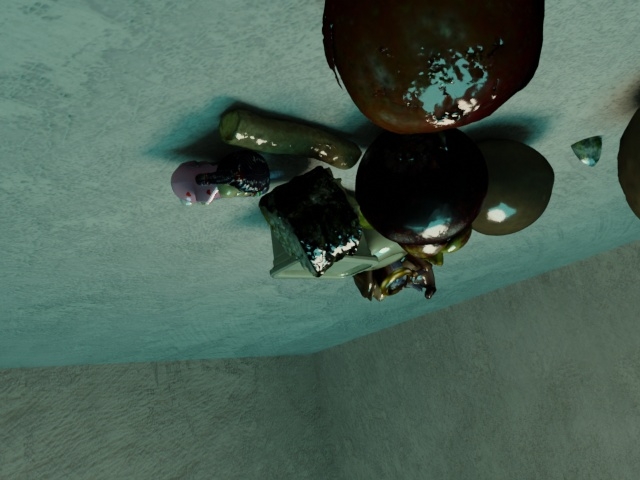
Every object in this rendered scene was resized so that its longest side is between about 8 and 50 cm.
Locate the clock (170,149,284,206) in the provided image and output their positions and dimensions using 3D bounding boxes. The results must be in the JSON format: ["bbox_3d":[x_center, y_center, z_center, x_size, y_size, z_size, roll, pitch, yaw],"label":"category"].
[{"bbox_3d":[-0.178,-0.131,1.393,0.195,0.100,0.194,-3,-174,35],"label":"clock"}]

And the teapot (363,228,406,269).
[{"bbox_3d":[0.169,0.017,2.108,0.220,0.149,0.318,-14,163,-25],"label":"teapot"}]

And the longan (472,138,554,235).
[{"bbox_3d":[0.433,-0.129,1.691,0.300,0.243,0.300,0,158,0],"label":"longan"}]

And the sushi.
[{"bbox_3d":[-0.018,-0.050,1.491,0.171,0.211,0.350,-33,-170,-7],"label":"sushi"}]

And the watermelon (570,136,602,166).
[{"bbox_3d":[0.739,-0.245,1.861,0.085,0.085,0.061,-18,-164,17],"label":"watermelon"}]

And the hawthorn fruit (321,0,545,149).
[{"bbox_3d":[0.158,-0.294,0.928,0.316,0.316,0.316,-12,163,-4],"label":"hawthorn fruit"}]

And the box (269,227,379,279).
[{"bbox_3d":[0.000,0.000,1.881,0.312,0.182,0.175,7,155,-46],"label":"box"}]

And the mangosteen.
[{"bbox_3d":[0.237,-0.118,1.496,0.297,0.297,0.313,-26,147,37],"label":"mangosteen"}]

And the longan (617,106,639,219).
[{"bbox_3d":[0.910,-0.189,1.583,0.436,0.404,0.404,2,157,-44],"label":"longan"}]

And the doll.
[{"bbox_3d":[0.279,0.126,2.433,0.340,0.209,0.318,-1,156,-28],"label":"doll"}]

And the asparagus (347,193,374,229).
[{"bbox_3d":[0.050,-0.095,1.791,0.082,0.085,0.343,-9,163,38],"label":"asparagus"}]

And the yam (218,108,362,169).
[{"bbox_3d":[-0.053,-0.203,1.387,0.081,0.081,0.357,-27,156,39],"label":"yam"}]
